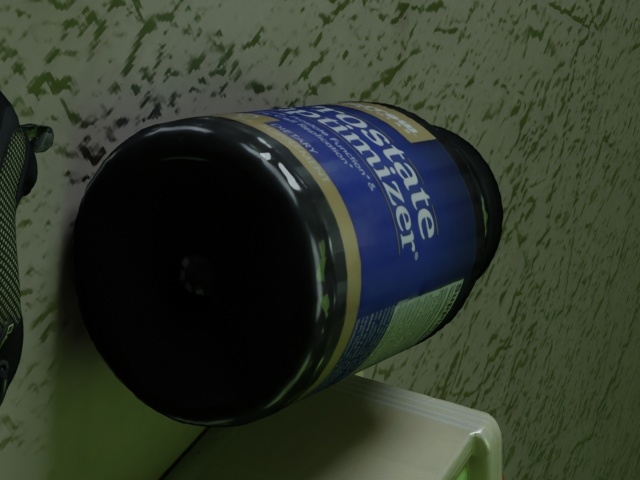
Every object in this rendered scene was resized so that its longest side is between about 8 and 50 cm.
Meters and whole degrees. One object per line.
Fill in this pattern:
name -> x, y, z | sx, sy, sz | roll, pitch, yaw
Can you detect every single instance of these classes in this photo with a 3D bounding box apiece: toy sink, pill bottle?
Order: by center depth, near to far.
pill bottle -> 0.000, 0.000, 0.617 | 0.219, 0.122, 0.123 | -17, 116, -61
toy sink -> 0.014, 0.162, 0.708 | 0.234, 0.131, 0.153 | -45, 140, -48

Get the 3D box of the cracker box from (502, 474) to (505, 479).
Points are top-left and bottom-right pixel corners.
cracker box -> 0.068, 0.277, 0.940 | 0.232, 0.067, 0.156 | -64, 150, -26

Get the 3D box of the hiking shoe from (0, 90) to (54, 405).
hiking shoe -> -0.135, 0.048, 0.413 | 0.114, 0.086, 0.227 | 41, 64, -57
